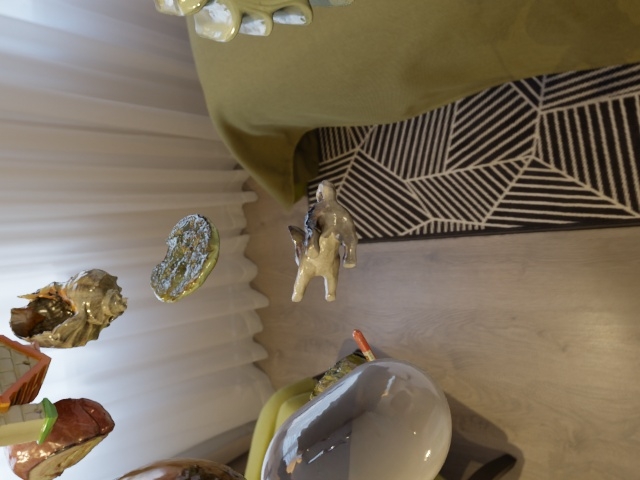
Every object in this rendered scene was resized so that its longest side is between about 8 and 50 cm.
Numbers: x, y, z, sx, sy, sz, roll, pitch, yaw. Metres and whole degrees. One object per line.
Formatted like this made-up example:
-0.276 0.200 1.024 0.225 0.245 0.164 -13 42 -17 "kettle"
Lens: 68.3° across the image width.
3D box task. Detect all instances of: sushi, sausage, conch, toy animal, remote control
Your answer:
0.088 0.524 1.714 0.139 0.291 0.131 14 121 40 "sushi"
0.169 0.388 1.550 0.034 0.034 0.253 -17 111 40 "sausage"
-0.595 0.178 1.143 0.291 0.159 0.210 -9 49 20 "conch"
0.000 0.000 1.523 0.344 0.194 0.303 117 154 -52 "toy animal"
0.048 0.319 0.730 0.332 0.103 0.221 -35 36 2 "remote control"

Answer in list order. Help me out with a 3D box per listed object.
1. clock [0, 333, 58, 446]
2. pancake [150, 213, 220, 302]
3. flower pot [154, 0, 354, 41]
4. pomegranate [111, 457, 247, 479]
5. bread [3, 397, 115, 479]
-0.562 0.233 0.724 0.220 0.255 0.106 44 113 38 "clock"
-0.345 0.045 1.204 0.253 0.037 0.254 -20 53 29 "pancake"
-0.091 -0.423 0.509 0.164 0.254 0.368 34 142 49 "flower pot"
-0.165 0.427 0.549 0.322 0.322 0.322 4 96 41 "pomegranate"
-0.629 0.473 1.105 0.244 0.190 0.123 -45 66 23 "bread"
